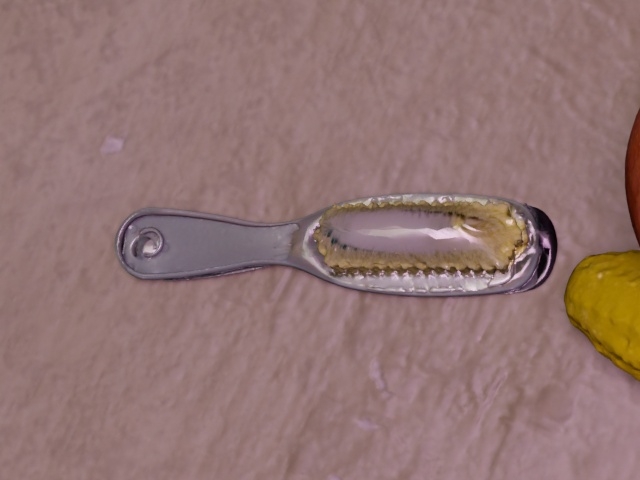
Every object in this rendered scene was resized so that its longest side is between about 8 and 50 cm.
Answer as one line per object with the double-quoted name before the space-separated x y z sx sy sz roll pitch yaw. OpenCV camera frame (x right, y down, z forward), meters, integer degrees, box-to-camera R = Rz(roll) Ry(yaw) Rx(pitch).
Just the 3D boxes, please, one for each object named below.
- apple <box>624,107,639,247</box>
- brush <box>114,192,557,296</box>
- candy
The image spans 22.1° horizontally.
"apple" 0.262 -0.042 0.868 0.201 0.162 0.201 -6 46 6
"brush" 0.000 0.000 1.051 0.297 0.060 0.068 -1 79 15
"candy" 0.234 0.057 0.958 0.199 0.094 0.106 21 88 24
